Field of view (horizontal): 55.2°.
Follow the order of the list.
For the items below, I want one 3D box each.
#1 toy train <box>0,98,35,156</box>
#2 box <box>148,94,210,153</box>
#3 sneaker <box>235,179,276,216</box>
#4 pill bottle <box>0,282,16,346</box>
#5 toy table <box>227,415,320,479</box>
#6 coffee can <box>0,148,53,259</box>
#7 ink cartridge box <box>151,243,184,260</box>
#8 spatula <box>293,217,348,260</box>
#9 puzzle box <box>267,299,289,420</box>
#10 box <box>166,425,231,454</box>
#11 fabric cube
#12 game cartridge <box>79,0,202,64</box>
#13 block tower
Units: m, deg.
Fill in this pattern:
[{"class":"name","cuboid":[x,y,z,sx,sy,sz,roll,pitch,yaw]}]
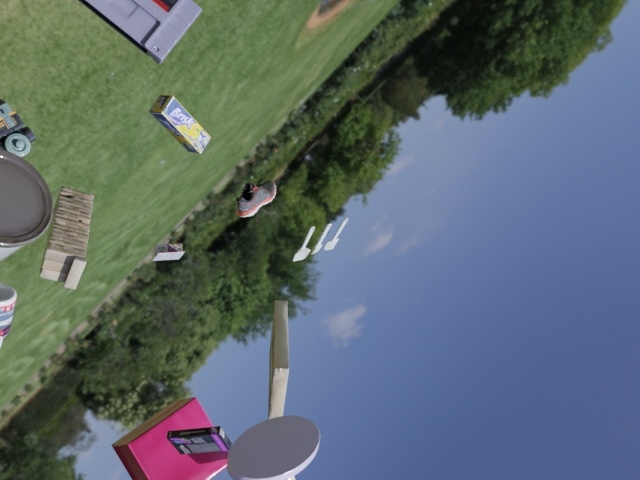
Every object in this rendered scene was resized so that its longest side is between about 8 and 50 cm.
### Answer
[{"class":"toy train","cuboid":[-1.063,-0.296,1.894,0.142,0.190,0.334,-5,-150,50]},{"class":"box","cuboid":[-0.361,-0.299,1.584,0.054,0.169,0.059,13,-113,37]},{"class":"sneaker","cuboid":[-0.161,-0.121,1.535,0.061,0.065,0.158,4,-145,24]},{"class":"pill bottle","cuboid":[-0.907,0.215,1.680,0.108,0.108,0.180,-66,178,-68]},{"class":"toy table","cuboid":[-0.127,0.589,1.596,0.274,0.252,0.161,-10,122,-34]},{"class":"coffee can","cuboid":[-0.707,-0.038,1.236,0.275,0.201,0.201,-24,-161,33]},{"class":"ink cartridge box","cuboid":[-0.349,0.024,1.398,0.063,0.029,0.115,-3,171,-21]},{"class":"spatula","cuboid":[0.000,0.000,2.069,0.168,0.019,0.242,-13,159,-21]},{"class":"puzzle box","cuboid":[-0.156,0.442,2.244,0.409,0.052,0.272,-98,-166,-62]},{"class":"box","cuboid":[-0.356,0.589,1.801,0.162,0.116,0.029,-8,-133,6]},{"class":"fabric cube","cuboid":[-0.496,0.706,2.035,0.258,0.254,0.259,-32,-178,-34]},{"class":"game cartridge","cuboid":[-0.548,-0.717,1.785,0.230,0.355,0.068,-58,-161,-15]},{"class":"block tower","cuboid":[-0.660,-0.020,1.599,0.091,0.097,0.335,-60,-150,25]}]
